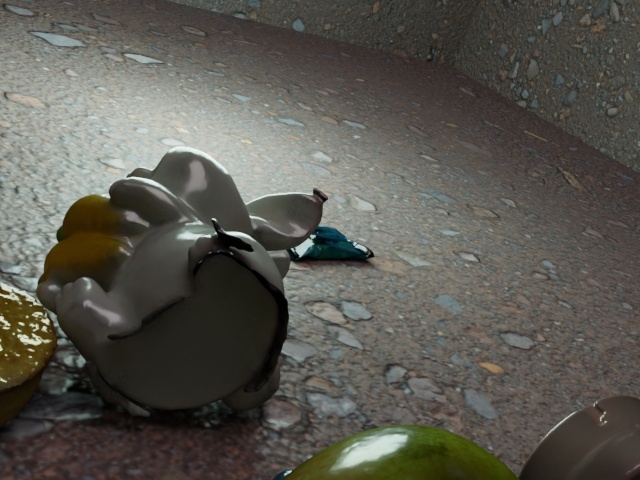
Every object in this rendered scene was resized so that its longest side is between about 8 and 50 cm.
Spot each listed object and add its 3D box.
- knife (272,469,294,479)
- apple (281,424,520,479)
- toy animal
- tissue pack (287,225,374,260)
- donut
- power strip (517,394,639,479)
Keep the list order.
[{"bbox_3d":[-0.015,0.247,0.544,0.058,0.032,0.244,24,25,-14],"label":"knife"},{"bbox_3d":[0.048,0.202,0.476,0.196,0.196,0.196,17,22,-7],"label":"apple"},{"bbox_3d":[-0.119,0.021,0.776,0.247,0.182,0.310,24,17,-18],"label":"toy animal"},{"bbox_3d":[0.000,0.000,1.120,0.138,0.027,0.085,4,27,-41],"label":"tissue pack"},{"bbox_3d":[-0.301,0.081,0.619,0.190,0.074,0.174,16,21,-21],"label":"donut"},{"bbox_3d":[0.241,0.211,0.682,0.154,0.154,0.078,6,24,-32],"label":"power strip"}]
